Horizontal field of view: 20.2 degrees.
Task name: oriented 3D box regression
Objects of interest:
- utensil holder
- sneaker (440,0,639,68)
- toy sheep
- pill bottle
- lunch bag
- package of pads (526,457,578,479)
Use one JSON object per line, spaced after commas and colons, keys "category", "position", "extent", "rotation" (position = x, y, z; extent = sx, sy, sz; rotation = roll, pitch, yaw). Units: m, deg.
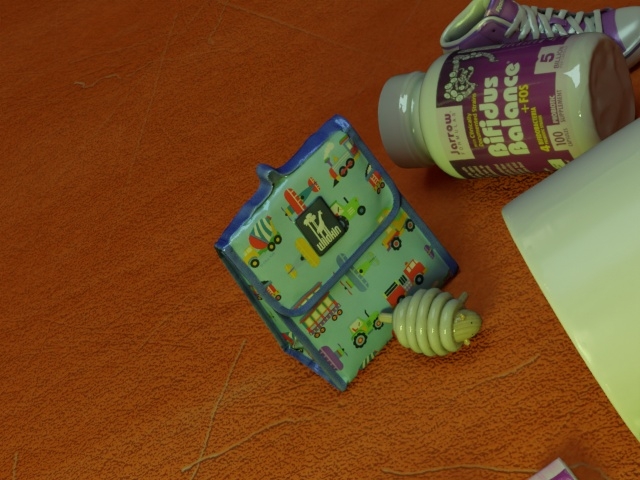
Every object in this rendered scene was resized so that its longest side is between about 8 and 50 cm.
{"category": "utensil holder", "position": [0.431, -0.003, 1.882], "extent": [0.385, 0.327, 0.328], "rotation": [-33, 40, 9]}
{"category": "sneaker", "position": [0.294, -0.272, 2.358], "extent": [0.282, 0.161, 0.102], "rotation": [-19, 41, 18]}
{"category": "toy sheep", "position": [0.133, 0.097, 2.171], "extent": [0.132, 0.091, 0.091], "rotation": [-1, 51, 28]}
{"category": "pill bottle", "position": [0.232, -0.166, 2.289], "extent": [0.301, 0.169, 0.169], "rotation": [-5, 49, 32]}
{"category": "lunch bag", "position": [0.000, 0.000, 2.194], "extent": [0.221, 0.293, 0.138], "rotation": [-46, 41, -11]}
{"category": "package of pads", "position": [0.262, 0.277, 1.943], "extent": [0.050, 0.032, 0.083], "rotation": [-37, 40, 1]}
